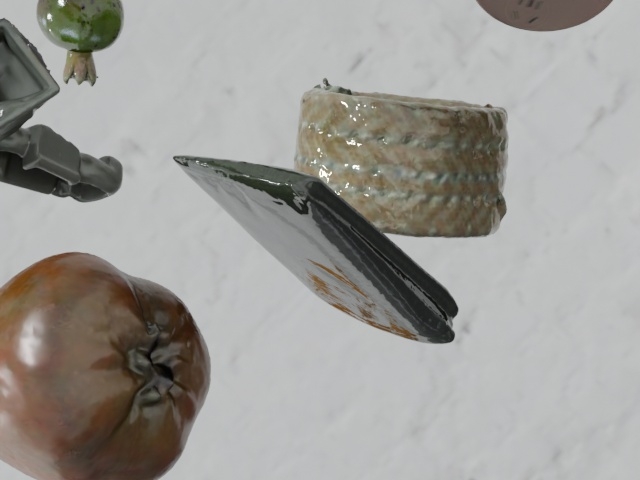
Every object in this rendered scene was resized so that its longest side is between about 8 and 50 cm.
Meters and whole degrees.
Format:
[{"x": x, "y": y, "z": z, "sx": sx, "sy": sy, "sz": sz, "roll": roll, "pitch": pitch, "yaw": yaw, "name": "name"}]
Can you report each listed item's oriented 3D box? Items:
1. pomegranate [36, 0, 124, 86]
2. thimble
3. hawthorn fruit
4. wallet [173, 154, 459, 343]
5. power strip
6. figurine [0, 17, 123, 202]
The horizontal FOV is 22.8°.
[{"x": -0.307, "y": -0.269, "z": 2.032, "sx": 0.114, "sy": 0.114, "sz": 0.142, "roll": -59, "pitch": -24, "yaw": -70, "name": "pomegranate"}, {"x": 0.084, "y": -0.082, "z": 1.633, "sx": 0.196, "sy": 0.229, "sz": 0.148, "roll": -148, "pitch": 63, "yaw": -70, "name": "thimble"}, {"x": -0.216, "y": 0.109, "z": 1.295, "sx": 0.251, "sy": 0.199, "sz": 0.199, "roll": -5, "pitch": 33, "yaw": 41, "name": "hawthorn fruit"}, {"x": 0.000, "y": 0.000, "z": 1.296, "sx": 0.168, "sy": 0.245, "sz": 0.052, "roll": 16, "pitch": 70, "yaw": 43, "name": "wallet"}, {"x": 0.210, "y": -0.276, "z": 1.498, "sx": 0.154, "sy": 0.154, "sz": 0.078, "roll": -43, "pitch": 28, "yaw": 39, "name": "power strip"}, {"x": -0.350, "y": -0.101, "z": 1.390, "sx": 0.167, "sy": 0.342, "sz": 0.285, "roll": -58, "pitch": 1, "yaw": -18, "name": "figurine"}]
